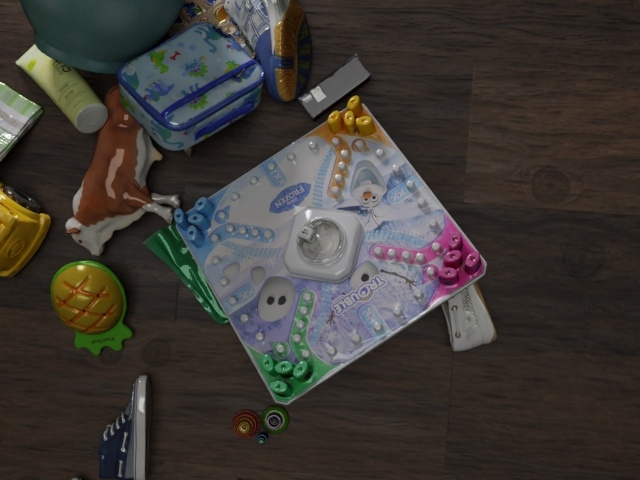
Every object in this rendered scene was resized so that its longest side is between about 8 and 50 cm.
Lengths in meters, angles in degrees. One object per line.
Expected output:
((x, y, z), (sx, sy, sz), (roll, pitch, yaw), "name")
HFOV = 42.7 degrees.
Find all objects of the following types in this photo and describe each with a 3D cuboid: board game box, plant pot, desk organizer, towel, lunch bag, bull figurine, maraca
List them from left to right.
((-0.583, -0.208, 1.450), (0.113, 0.023, 0.152), (32, 67, 1), "towel")
((-0.398, 0.119, 1.431), (0.127, 0.099, 0.186), (-11, 114, 4), "maraca")
((-0.373, -0.400, 1.368), (0.293, 0.293, 0.196), (21, 117, 2), "plant pot")
((-0.332, -0.117, 1.429), (0.188, 0.101, 0.310), (11, 90, -1), "bull figurine")
((-0.212, -0.259, 1.376), (0.219, 0.090, 0.176), (-35, 71, -26), "lunch bag")
((0.000, 0.000, 1.322), (0.390, 0.050, 0.390), (-33, 64, -1), "board game box")
((0.026, -0.267, 1.445), (0.130, 0.050, 0.047), (-36, 88, 1), "desk organizer")

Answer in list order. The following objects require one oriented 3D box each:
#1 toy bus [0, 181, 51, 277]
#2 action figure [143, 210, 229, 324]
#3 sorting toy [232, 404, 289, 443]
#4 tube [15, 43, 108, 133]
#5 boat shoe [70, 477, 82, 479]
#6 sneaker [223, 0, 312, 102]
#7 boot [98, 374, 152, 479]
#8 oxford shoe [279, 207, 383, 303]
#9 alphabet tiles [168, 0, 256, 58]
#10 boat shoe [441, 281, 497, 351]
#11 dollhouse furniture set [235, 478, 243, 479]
((-0.605, -0.044, 1.382), (0.220, 0.211, 0.149), (35, 92, 4), "toy bus")
((-0.189, 0.062, 1.438), (0.137, 0.063, 0.232), (-34, 84, -1), "action figure")
((-0.106, 0.327, 1.441), (0.102, 0.042, 0.061), (-10, 89, 1), "sorting toy")
((-0.453, -0.278, 1.428), (0.070, 0.062, 0.240), (-19, 53, -34), "tube")
((-0.393, 0.477, 1.448), (0.040, 0.049, 0.142), (-31, 90, -18), "boat shoe")
((-0.099, -0.386, 1.431), (0.131, 0.112, 0.296), (-4, 94, 27), "sneaker")
((-0.344, 0.329, 1.434), (0.086, 0.069, 0.190), (3, 91, -1), "boot")
((0.050, 0.024, 1.423), (0.363, 0.130, 0.133), (-44, 120, -6), "oxford shoe")
((-0.190, -0.423, 1.477), (0.198, 0.009, 0.237), (-35, 88, 1), "alphabet tiles")
((0.211, 0.061, 1.409), (0.096, 0.098, 0.277), (-22, 89, 0), "boat shoe")
((-0.100, 0.503, 1.383), (0.144, 0.151, 0.123), (18, 89, 0), "dollhouse furniture set")
